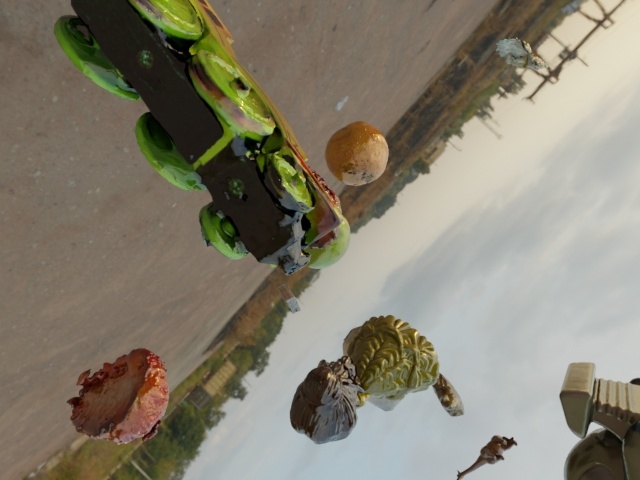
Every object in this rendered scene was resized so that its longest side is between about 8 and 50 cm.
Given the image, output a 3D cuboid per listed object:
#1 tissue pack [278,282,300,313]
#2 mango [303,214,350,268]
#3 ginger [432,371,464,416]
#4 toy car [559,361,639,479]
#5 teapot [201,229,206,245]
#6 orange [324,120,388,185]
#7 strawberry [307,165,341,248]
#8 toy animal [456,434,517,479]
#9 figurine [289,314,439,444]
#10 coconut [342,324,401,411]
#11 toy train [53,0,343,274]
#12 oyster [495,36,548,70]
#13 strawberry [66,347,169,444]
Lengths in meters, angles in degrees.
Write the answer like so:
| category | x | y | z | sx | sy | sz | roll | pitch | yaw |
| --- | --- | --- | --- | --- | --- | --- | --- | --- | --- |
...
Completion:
| category | x | y | z | sx | sy | sz | roll | pitch | yaw |
| --- | --- | --- | --- | --- | --- | --- | --- | --- | --- |
| tissue pack | -0.099 | 0.182 | 1.318 | 0.035 | 0.063 | 0.083 | -30 | -145 | -11 |
| mango | 0.005 | 0.005 | 1.465 | 0.149 | 0.185 | 0.273 | -9 | 151 | -36 |
| ginger | 0.467 | 0.562 | 1.587 | 0.080 | 0.166 | 0.333 | -28 | -174 | 8 |
| toy car | 0.459 | 0.382 | 0.620 | 0.242 | 0.226 | 0.336 | -5 | 104 | -56 |
| teapot | -0.194 | -0.015 | 0.839 | 0.083 | 0.049 | 0.063 | -12 | -165 | -1 |
| orange | 0.138 | -0.337 | 1.632 | 0.246 | 0.246 | 0.246 | -46 | 178 | -2 |
| strawberry | -0.035 | -0.061 | 0.568 | 0.085 | 0.140 | 0.192 | -32 | -168 | -27 |
| toy animal | 0.600 | 0.800 | 1.539 | 0.224 | 0.066 | 0.230 | -37 | 162 | -22 |
| figurine | 0.065 | 0.263 | 0.773 | 0.315 | 0.187 | 0.168 | -14 | 145 | -51 |
| coconut | 0.171 | 0.352 | 1.180 | 0.224 | 0.234 | 0.224 | -5 | 153 | -3 |
| toy train | -0.091 | -0.108 | 0.375 | 0.100 | 0.296 | 0.160 | -33 | -174 | 19 |
| oyster | 0.524 | -0.483 | 1.097 | 0.045 | 0.146 | 0.121 | -61 | 166 | 16 |
| strawberry | -0.277 | 0.221 | 0.598 | 0.188 | 0.082 | 0.121 | -15 | -132 | 37 |
